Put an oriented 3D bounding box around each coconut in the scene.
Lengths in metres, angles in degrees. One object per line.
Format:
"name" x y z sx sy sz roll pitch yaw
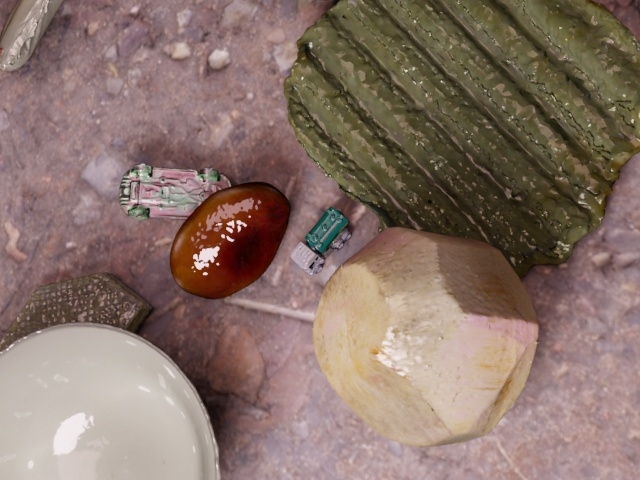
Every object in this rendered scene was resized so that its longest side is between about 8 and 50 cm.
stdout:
"coconut" 0.115 0.100 0.932 0.237 0.237 0.197 -57 35 -1

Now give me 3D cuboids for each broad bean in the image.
"broad bean" -0.109 -0.001 1.069 0.114 0.084 0.165 35 93 -2

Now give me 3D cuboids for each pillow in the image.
"pillow" -0.380 -0.330 1.212 0.229 0.051 0.128 -62 28 -4

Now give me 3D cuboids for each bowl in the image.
"bowl" -0.250 0.266 1.013 0.337 0.157 0.337 -2 79 13

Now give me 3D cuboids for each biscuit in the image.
"biscuit" -0.335 0.145 1.124 0.147 0.046 0.250 36 90 20

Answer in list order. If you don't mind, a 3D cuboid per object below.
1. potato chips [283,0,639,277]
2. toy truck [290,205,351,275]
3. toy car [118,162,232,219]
"potato chips" 0.166 -0.163 1.035 0.358 0.070 0.429 -44 70 6
"toy truck" 0.000 0.000 1.060 0.039 0.044 0.083 41 91 22
"toy car" -0.181 -0.056 1.117 0.142 0.055 0.069 3 81 -6
